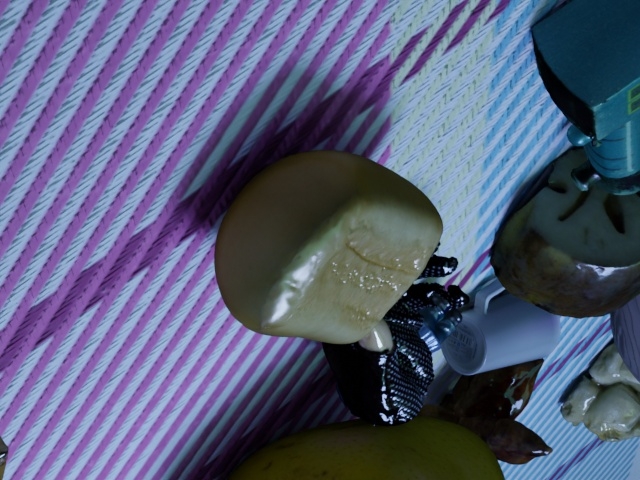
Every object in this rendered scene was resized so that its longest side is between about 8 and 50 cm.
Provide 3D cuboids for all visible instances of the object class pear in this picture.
[{"bbox_3d":[0.044,0.297,1.683,0.336,0.285,0.285,-11,142,-43],"label":"pear"}]

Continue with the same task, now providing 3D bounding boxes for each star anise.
[{"bbox_3d":[0.157,0.193,1.899,0.196,0.111,0.212,-21,-163,36],"label":"star anise"}]

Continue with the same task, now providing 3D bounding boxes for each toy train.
[{"bbox_3d":[0.280,-0.135,1.542,0.194,0.120,0.298,-34,157,-3],"label":"toy train"}]

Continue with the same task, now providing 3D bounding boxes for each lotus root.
[{"bbox_3d":[0.281,-0.026,1.726,0.235,0.138,0.119,-41,168,-19],"label":"lotus root"}]

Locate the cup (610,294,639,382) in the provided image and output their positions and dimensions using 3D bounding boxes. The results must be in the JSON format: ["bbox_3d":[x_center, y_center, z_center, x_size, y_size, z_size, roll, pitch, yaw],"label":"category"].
[{"bbox_3d":[0.406,0.065,1.893,0.208,0.288,0.273,-7,153,7],"label":"cup"}]

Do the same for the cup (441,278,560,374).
[{"bbox_3d":[0.181,0.078,1.815,0.116,0.074,0.104,-12,119,-43],"label":"cup"}]

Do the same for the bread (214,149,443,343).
[{"bbox_3d":[0.000,0.000,1.327,0.147,0.098,0.217,-47,159,7],"label":"bread"}]

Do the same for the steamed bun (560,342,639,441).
[{"bbox_3d":[0.412,0.183,2.315,0.192,0.106,0.177,-51,158,14],"label":"steamed bun"}]

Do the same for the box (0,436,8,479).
[{"bbox_3d":[-0.266,0.148,1.076,0.070,0.152,0.237,-23,150,-37],"label":"box"}]

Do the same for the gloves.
[{"bbox_3d":[0.051,0.057,1.543,0.129,0.106,0.180,-28,124,-35],"label":"gloves"}]

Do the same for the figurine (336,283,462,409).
[{"bbox_3d":[0.075,0.108,1.669,0.136,0.079,0.077,-39,126,-1],"label":"figurine"}]
